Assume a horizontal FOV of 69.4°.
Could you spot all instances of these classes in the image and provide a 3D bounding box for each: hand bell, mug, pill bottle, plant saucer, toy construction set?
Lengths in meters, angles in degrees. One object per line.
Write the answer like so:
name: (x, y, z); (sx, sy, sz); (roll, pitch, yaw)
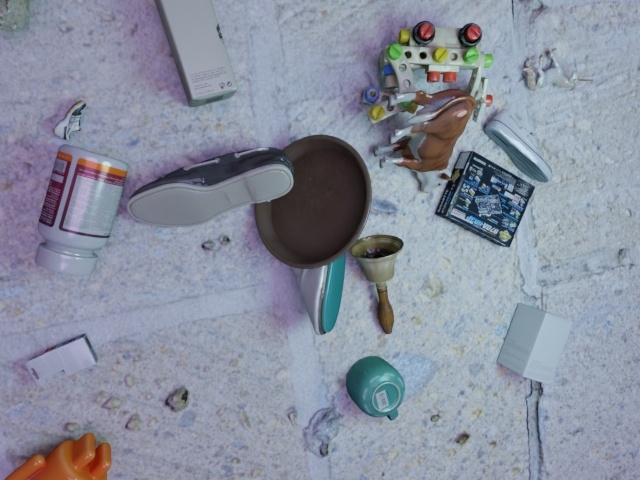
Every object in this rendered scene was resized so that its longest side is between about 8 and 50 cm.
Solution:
hand bell: (0.146, 0.121, 1.103); (0.126, 0.126, 0.242); (-17, 115, -15)
mug: (0.150, 0.364, 1.123); (0.157, 0.097, 0.130); (26, 89, -19)
pill bottle: (-0.446, -0.056, 0.858); (0.121, 0.121, 0.222); (16, 93, -19)
plant saucer: (-0.016, -0.079, 0.952); (0.041, 0.277, 0.278); (14, 94, -58)
toy construction set: (0.257, -0.361, 1.031); (0.327, 0.151, 0.215); (-1, 98, -18)

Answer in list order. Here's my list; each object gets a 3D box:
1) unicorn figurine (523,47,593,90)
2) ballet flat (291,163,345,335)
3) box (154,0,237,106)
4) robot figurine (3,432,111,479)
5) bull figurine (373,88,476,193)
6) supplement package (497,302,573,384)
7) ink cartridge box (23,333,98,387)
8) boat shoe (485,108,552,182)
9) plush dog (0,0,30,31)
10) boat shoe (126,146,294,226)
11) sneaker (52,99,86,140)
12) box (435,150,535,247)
unicorn figurine: (0.597, -0.432, 1.189); (0.161, 0.060, 0.111); (-22, 105, 3)
ballet flat: (0.000, 0.000, 1.020); (0.139, 0.139, 0.401); (10, 91, -19)
box: (-0.248, -0.406, 0.882); (0.094, 0.113, 0.276); (-19, 104, -15)
robot figurine: (-0.515, 0.490, 0.907); (0.219, 0.158, 0.128); (-43, 68, -9)
bull figurine: (0.224, -0.211, 1.008); (0.188, 0.310, 0.101); (-5, 63, -5)
supplement package: (0.579, 0.276, 1.249); (0.105, 0.105, 0.180); (19, 92, -19)
ink cartridge box: (-0.517, 0.240, 0.924); (0.115, 0.029, 0.063); (-22, 104, -13)
boat shoe: (0.521, -0.241, 1.170); (0.226, 0.083, 0.076); (38, 86, -18)
plush dog: (-0.508, -0.501, 0.721); (0.210, 0.225, 0.263); (-28, 105, -13)
boat shoe: (-0.219, -0.112, 0.941); (0.334, 0.096, 0.112); (-13, 134, -1)
sneaker: (-0.469, -0.228, 0.879); (0.037, 0.032, 0.083); (39, 89, -33)
box: (0.421, -0.102, 1.174); (0.220, 0.051, 0.175); (22, 90, -20)
